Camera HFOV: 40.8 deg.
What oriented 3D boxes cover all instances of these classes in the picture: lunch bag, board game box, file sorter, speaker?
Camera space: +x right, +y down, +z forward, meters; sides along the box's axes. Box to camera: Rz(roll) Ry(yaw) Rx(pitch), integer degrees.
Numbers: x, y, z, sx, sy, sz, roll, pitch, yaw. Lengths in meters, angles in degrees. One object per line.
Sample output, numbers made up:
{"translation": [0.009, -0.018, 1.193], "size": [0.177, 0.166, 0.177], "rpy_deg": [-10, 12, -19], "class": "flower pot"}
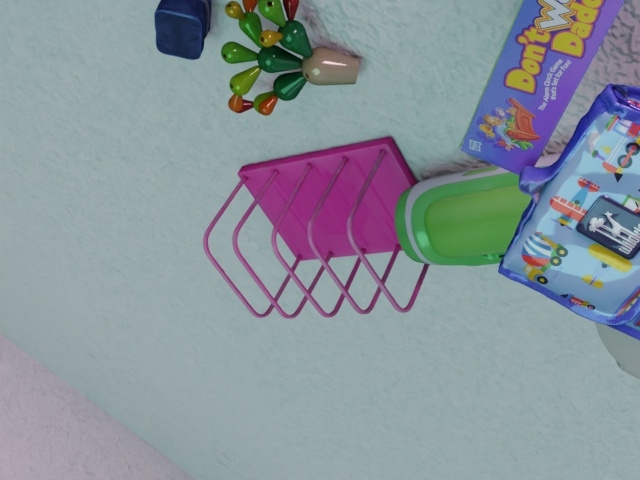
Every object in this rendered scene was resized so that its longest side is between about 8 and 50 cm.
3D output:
{"translation": [0.333, -0.021, 0.844], "size": [0.293, 0.138, 0.221], "rpy_deg": [20, 129, -5], "class": "lunch bag"}
{"translation": [0.246, -0.259, 0.802], "size": [0.078, 0.233, 0.347], "rpy_deg": [24, 142, 7], "class": "board game box"}
{"translation": [-0.185, -0.302, 1.165], "size": [0.067, 0.065, 0.098], "rpy_deg": [13, 148, -3], "class": "lunch bag"}
{"translation": [0.000, 0.000, 1.297], "size": [0.291, 0.182, 0.202], "rpy_deg": [-7, 130, 38], "class": "file sorter"}
{"translation": [0.250, -0.039, 1.140], "size": [0.297, 0.131, 0.131], "rpy_deg": [-9, 129, 39], "class": "speaker"}

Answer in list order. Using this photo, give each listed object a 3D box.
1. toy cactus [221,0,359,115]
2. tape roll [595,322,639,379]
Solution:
{"translation": [-0.040, -0.240, 1.139], "size": [0.181, 0.112, 0.219], "rpy_deg": [8, 139, -3], "class": "toy cactus"}
{"translation": [0.510, 0.040, 1.006], "size": [0.392, 0.072, 0.392], "rpy_deg": [2, 131, 2], "class": "tape roll"}
